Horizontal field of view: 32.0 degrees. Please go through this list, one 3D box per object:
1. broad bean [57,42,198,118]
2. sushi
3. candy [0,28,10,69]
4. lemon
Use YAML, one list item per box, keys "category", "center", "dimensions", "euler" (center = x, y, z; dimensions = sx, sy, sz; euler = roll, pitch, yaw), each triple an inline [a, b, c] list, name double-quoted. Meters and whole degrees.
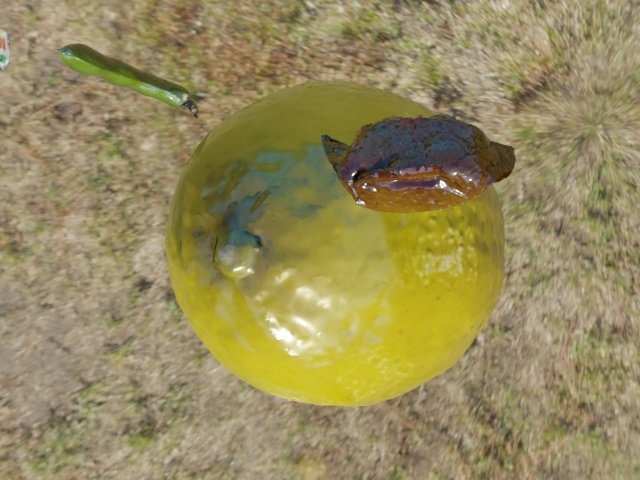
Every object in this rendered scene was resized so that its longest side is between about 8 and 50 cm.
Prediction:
- category: "broad bean"
  center: [-0.263, -0.224, 1.527]
  dimensions: [0.069, 0.227, 0.039]
  euler: [40, 107, 52]
- category: "sushi"
  center: [0.058, -0.052, 0.710]
  dimensions: [0.120, 0.052, 0.055]
  euler: [-8, 53, 31]
- category: "candy"
  center: [-0.180, -0.099, 0.517]
  dimensions: [0.083, 0.020, 0.030]
  euler: [12, 120, 18]
- category: "lemon"
  center: [0.000, 0.000, 1.149]
  dimensions: [0.364, 0.364, 0.364]
  euler: [1, 96, 14]
